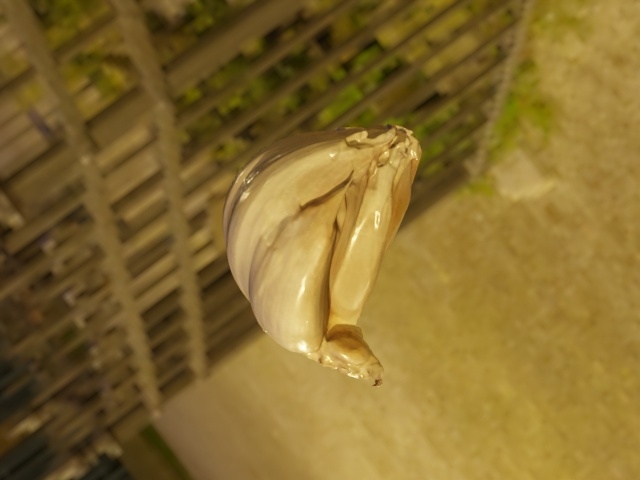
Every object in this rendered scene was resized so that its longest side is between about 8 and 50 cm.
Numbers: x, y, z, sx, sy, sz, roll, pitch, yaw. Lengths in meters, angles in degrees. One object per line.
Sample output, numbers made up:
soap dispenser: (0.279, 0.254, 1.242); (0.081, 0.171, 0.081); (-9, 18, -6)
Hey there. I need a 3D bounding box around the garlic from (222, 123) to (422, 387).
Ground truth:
garlic: (-0.002, -0.004, 0.752); (0.113, 0.074, 0.094); (-90, 13, -69)
